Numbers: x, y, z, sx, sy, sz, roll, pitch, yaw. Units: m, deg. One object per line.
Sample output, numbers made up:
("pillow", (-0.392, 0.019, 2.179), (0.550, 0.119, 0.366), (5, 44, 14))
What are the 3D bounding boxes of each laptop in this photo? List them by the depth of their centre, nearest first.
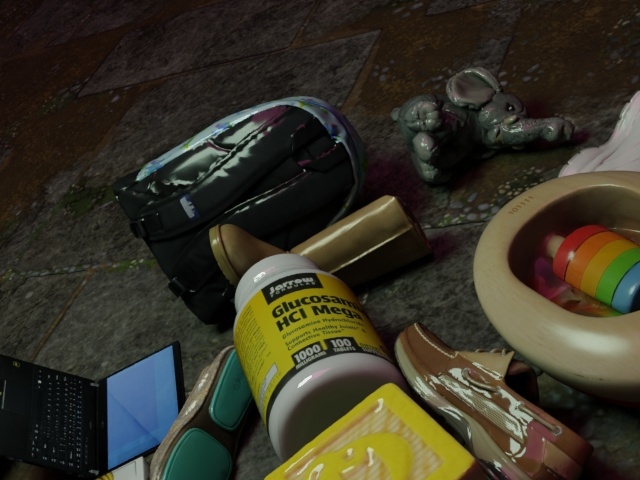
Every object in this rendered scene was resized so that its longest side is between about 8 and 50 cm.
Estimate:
("laptop", (-0.358, 0.236, 1.779), (0.136, 0.264, 0.234), (-61, 23, 24))

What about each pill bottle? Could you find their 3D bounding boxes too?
("pill bottle", (-0.012, 0.155, 1.559), (0.188, 0.188, 0.334), (-31, 33, 0))

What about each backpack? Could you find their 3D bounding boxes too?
("backpack", (-0.097, -0.083, 1.853), (0.355, 0.290, 0.273), (-37, -1, 28))

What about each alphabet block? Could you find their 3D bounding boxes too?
("alphabet block", (0.085, 0.312, 1.260), (0.193, 0.197, 0.192), (-38, 33, -11))

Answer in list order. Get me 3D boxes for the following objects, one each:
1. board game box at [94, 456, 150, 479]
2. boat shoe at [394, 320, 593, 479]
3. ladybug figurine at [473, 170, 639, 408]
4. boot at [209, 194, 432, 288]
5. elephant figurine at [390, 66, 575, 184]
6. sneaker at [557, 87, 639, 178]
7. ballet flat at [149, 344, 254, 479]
("board game box", (-0.300, 0.442, 1.533), (0.193, 0.053, 0.305), (-27, 33, 5))
("boat shoe", (0.210, 0.192, 1.380), (0.120, 0.122, 0.324), (-48, 42, 5))
("ladybug figurine", (0.370, 0.069, 1.389), (0.305, 0.162, 0.449), (-36, 32, -7))
("boot", (0.000, 0.000, 1.724), (0.269, 0.236, 0.089), (-27, 49, 13))
("elephant figurine", (0.257, -0.191, 1.873), (0.239, 0.186, 0.169), (-20, -11, -2))
("sneaker", (0.464, -0.119, 1.646), (0.129, 0.111, 0.297), (31, 70, 37))
("ballet flat", (-0.170, 0.283, 1.621), (0.106, 0.107, 0.316), (-30, 21, 41))
